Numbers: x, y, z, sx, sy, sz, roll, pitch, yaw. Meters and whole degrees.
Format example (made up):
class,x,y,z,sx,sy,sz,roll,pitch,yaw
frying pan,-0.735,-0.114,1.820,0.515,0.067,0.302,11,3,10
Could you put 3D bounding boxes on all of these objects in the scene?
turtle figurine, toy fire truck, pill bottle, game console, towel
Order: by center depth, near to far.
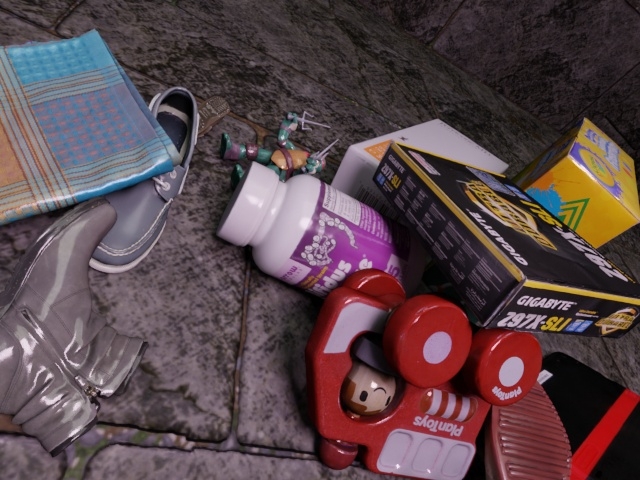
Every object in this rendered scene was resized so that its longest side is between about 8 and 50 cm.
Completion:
class,x,y,z,sx,sy,sz,roll,pitch,yaw
towel,-0.393,-0.132,0.493,0.370,0.040,0.271,-26,70,-29
toy fire truck,0.114,0.189,0.545,0.302,0.253,0.169,21,1,-25
pill bottle,0.000,0.000,0.664,0.302,0.169,0.169,26,42,-17
game console,0.512,0.353,0.742,0.387,0.060,0.342,-5,27,-43
turtle figurine,-0.063,-0.158,0.803,0.234,0.118,0.175,-12,46,-27

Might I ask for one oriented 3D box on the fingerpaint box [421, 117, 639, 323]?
class,x,y,z,sx,sy,sz,roll,pitch,yaw
fingerpaint box,0.471,-0.053,0.931,0.163,0.371,0.445,47,39,8

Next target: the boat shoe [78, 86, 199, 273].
class,x,y,z,sx,sy,sz,roll,pitch,yaw
boat shoe,-0.252,-0.104,0.602,0.116,0.099,0.319,26,49,-22

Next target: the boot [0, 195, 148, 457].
class,x,y,z,sx,sy,sz,roll,pitch,yaw
boot,-0.256,0.082,0.453,0.161,0.083,0.246,34,55,-13

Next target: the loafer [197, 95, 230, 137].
class,x,y,z,sx,sy,sz,roll,pitch,yaw
loafer,-0.230,-0.217,0.778,0.148,0.050,0.056,-39,91,-35

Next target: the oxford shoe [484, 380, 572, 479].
class,x,y,z,sx,sy,sz,roll,pitch,yaw
oxford shoe,0.271,0.347,0.595,0.123,0.130,0.348,19,47,-2

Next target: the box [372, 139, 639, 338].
class,x,y,z,sx,sy,sz,roll,pitch,yaw
box,0.249,-0.011,0.588,0.257,0.079,0.322,12,32,-27

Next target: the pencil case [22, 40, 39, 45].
class,x,y,z,sx,sy,sz,roll,pitch,yaw
pencil case,-0.401,-0.228,0.638,0.151,0.064,0.070,48,24,9

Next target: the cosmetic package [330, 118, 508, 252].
class,x,y,z,sx,sy,sz,roll,pitch,yaw
cosmetic package,0.232,-0.125,0.941,0.230,0.161,0.453,39,38,16
